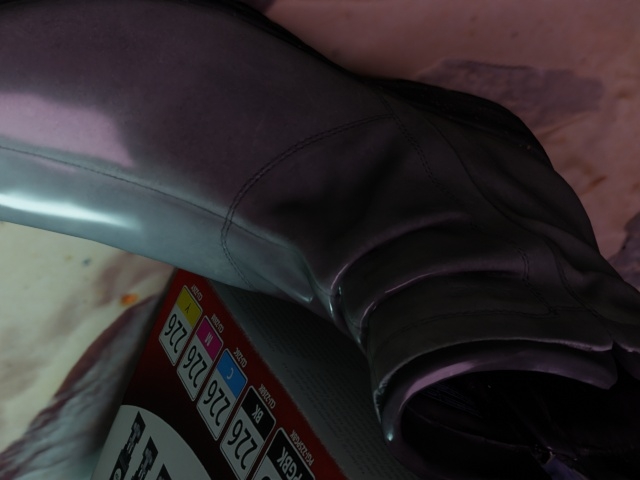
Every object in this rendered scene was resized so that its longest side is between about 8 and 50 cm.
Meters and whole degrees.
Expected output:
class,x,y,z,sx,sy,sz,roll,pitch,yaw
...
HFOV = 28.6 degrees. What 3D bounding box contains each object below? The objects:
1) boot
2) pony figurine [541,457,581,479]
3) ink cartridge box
class,x,y,z,sx,sy,sz,roll,pitch,yaw
boot,0.000,0.000,0.505,0.338,0.222,0.118,6,121,-23
pony figurine,0.232,0.231,0.644,0.303,0.363,0.351,-7,118,-17
ink cartridge box,-0.013,0.197,0.552,0.130,0.309,0.272,17,104,-28
